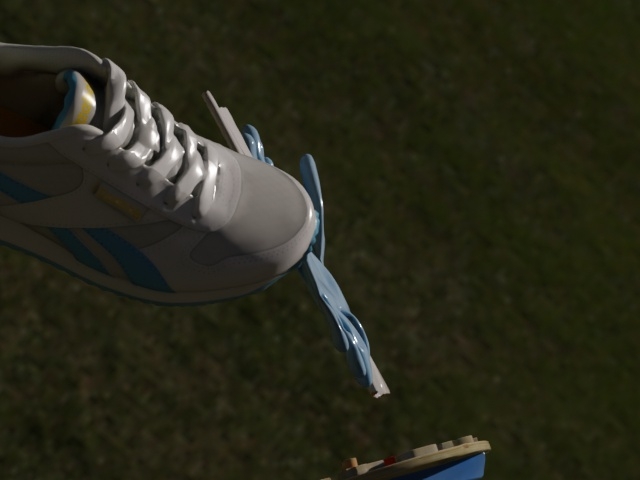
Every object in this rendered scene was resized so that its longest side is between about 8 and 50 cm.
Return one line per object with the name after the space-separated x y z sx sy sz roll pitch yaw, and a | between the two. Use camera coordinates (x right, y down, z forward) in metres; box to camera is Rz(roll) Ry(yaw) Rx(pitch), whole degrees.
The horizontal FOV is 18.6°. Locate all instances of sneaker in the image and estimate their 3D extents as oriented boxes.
-0.104 -0.036 0.955 0.229 0.092 0.087 15 54 -16 | sneaker

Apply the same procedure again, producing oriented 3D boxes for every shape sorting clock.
0.024 0.178 1.410 0.206 0.206 0.040 4 67 -54 | shape sorting clock

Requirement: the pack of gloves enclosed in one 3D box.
0.000 0.000 1.408 0.232 0.046 0.195 62 2 8 | pack of gloves
